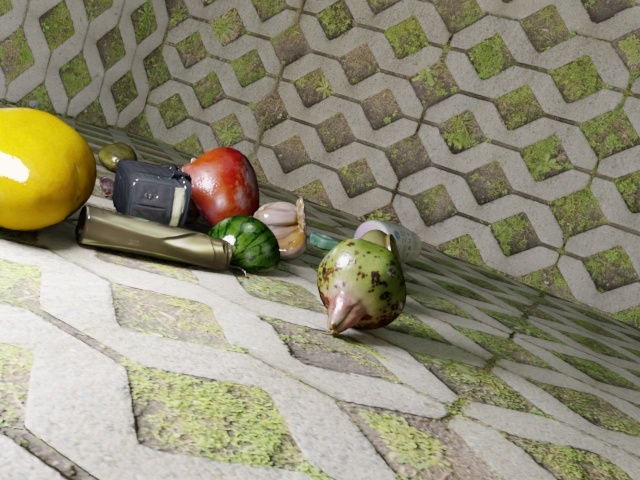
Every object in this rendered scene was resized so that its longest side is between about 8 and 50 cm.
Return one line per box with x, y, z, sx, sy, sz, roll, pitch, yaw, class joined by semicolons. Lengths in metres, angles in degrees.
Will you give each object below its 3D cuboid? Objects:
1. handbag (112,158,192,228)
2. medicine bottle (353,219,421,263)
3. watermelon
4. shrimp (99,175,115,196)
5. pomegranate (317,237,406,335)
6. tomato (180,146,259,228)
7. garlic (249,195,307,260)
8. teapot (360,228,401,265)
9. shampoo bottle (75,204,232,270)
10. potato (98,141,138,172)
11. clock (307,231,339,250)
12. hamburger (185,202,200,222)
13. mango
-0.454;-0.118;1.650;0.181;0.181;0.254;6;15;-29;handbag
0.269;0.015;2.382;0.170;0.170;0.293;25;9;36;medicine bottle
-0.202;0.001;1.614;0.204;0.127;0.232;26;16;20;watermelon
-0.623;-0.155;1.884;0.190;0.075;0.073;18;-13;32;shrimp
0.080;0.120;1.338;0.214;0.214;0.248;21;43;13;pomegranate
-0.273;-0.161;1.891;0.290;0.176;0.335;59;11;-8;tomato
-0.124;-0.059;1.818;0.207;0.207;0.256;24;-6;30;garlic
0.155;0.064;1.959;0.182;0.173;0.269;-14;28;17;teapot
-0.371;0.001;1.395;0.350;0.084;0.125;15;8;-30;shampoo bottle
-0.799;-0.321;2.401;0.149;0.113;0.251;24;15;-18;potato
0.000;0.000;2.319;0.101;0.041;0.135;11;11;-41;clock
-0.443;-0.143;1.904;0.182;0.118;0.191;34;21;-45;hamburger
-0.634;-0.147;1.298;0.300;0.232;0.446;18;16;-27;mango
